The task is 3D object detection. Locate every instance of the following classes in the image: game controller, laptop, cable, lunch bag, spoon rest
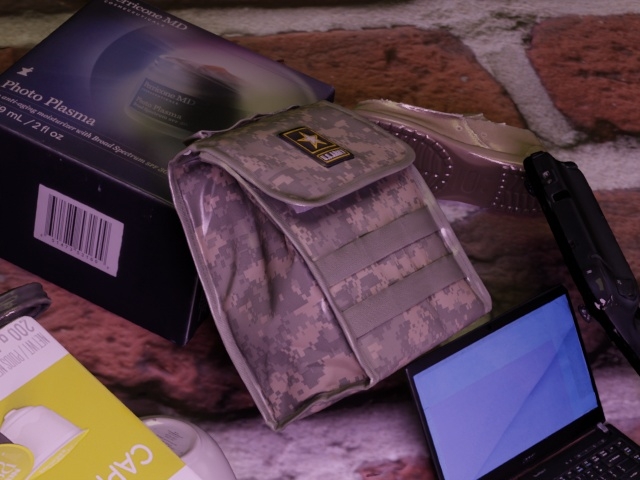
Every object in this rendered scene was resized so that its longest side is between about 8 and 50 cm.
[{"bbox_3d":[0.289,0.027,2.066,0.067,0.166,0.319,-25,30,8],"label":"game controller"},{"bbox_3d":[0.242,0.200,1.887,0.234,0.136,0.264,-25,49,-36],"label":"laptop"},{"bbox_3d":[-0.379,0.124,1.830,0.287,0.139,0.072,-15,62,-37],"label":"cable"},{"bbox_3d":[0.000,0.000,1.889,0.235,0.169,0.287,-25,86,-53],"label":"lunch bag"},{"bbox_3d":[-0.103,0.243,1.808,0.276,0.084,0.137,26,39,35],"label":"spoon rest"}]

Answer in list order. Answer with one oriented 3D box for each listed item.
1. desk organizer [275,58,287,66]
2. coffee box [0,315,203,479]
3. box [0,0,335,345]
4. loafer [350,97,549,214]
[{"bbox_3d":[-0.088,-0.167,2.294,0.130,0.047,0.050,-17,51,-31],"label":"desk organizer"},{"bbox_3d":[-0.239,0.327,1.338,0.334,0.338,0.337,43,47,11],"label":"coffee box"},{"bbox_3d":[-0.187,-0.089,2.076,0.296,0.182,0.294,25,40,13],"label":"box"},{"bbox_3d":[0.144,-0.102,2.247,0.268,0.102,0.092,17,38,-10],"label":"loafer"}]
